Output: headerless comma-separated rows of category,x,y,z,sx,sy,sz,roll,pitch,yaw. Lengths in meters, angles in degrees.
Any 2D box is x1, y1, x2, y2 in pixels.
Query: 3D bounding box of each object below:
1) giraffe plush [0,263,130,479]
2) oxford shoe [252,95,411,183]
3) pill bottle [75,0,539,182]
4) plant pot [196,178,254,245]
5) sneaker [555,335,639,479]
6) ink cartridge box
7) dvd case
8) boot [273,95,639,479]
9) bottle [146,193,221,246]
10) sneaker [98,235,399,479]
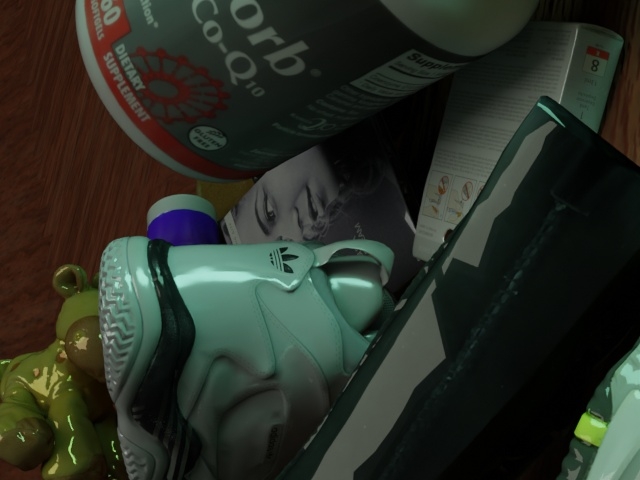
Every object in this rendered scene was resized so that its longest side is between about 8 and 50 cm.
giraffe plush,-0.227,0.127,1.468,0.170,0.181,0.210,-53,46,11
oxford shoe,0.020,-0.112,1.246,0.227,0.083,0.096,-45,19,40
pill bottle,0.019,-0.194,1.011,0.363,0.210,0.210,-26,49,39
plant pot,-0.063,-0.100,1.438,0.236,0.032,0.236,-41,39,46
sneaker,0.231,0.034,0.686,0.147,0.145,0.384,17,85,33
ink cartridge box,0.131,-0.061,1.026,0.145,0.045,0.179,21,101,64
dvd case,0.000,0.000,1.195,0.221,0.018,0.164,-44,58,44
boot,0.045,0.128,0.905,0.445,0.146,0.367,-59,-1,6
bottle,-0.116,0.087,1.319,0.118,0.092,0.283,113,156,-50
sneaker,-0.033,0.143,1.098,0.137,0.210,0.365,-99,1,-52
